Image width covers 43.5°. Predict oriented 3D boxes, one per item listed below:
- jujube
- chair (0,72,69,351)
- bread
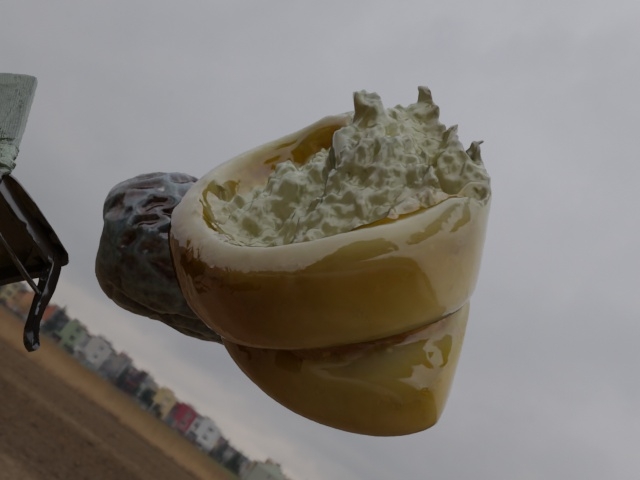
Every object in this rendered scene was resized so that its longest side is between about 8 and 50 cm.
[{"bbox_3d":[-0.167,0.029,1.157,0.317,0.226,0.226,21,-14,-9],"label":"jujube"},{"bbox_3d":[-0.389,-0.030,0.903,0.319,0.160,0.186,-97,171,-50],"label":"chair"},{"bbox_3d":[0.025,0.002,0.850,0.245,0.329,0.424,55,-2,-25],"label":"bread"}]
